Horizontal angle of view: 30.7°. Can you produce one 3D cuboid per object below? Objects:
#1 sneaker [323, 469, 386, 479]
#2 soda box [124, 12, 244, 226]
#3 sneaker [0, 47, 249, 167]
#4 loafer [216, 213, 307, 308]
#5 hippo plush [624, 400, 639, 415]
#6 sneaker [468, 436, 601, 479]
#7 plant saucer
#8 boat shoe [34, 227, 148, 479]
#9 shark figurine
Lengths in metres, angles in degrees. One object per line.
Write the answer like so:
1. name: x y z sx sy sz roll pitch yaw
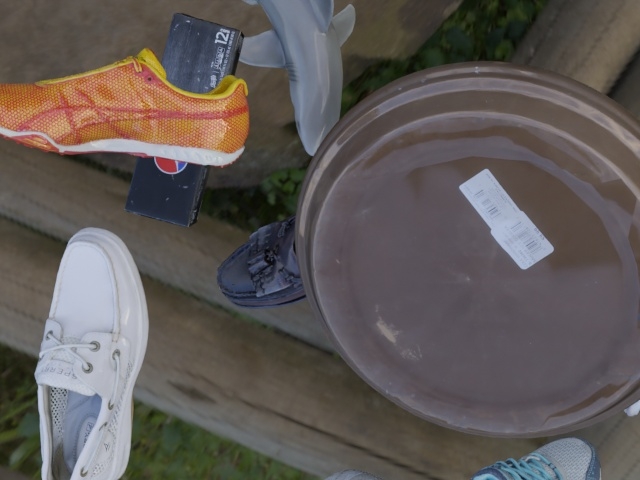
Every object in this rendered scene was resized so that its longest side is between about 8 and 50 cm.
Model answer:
1. sneaker: 0.053 0.305 0.949 0.099 0.121 0.262 -9 104 -24
2. soda box: -0.113 -0.100 0.974 0.060 0.053 0.169 15 95 0
3. sneaker: -0.129 -0.083 0.695 0.175 0.064 0.067 1 102 -21
4. loafer: 0.000 0.000 1.400 0.302 0.095 0.109 -18 69 18
5. hippo plush: 0.337 0.096 1.315 0.294 0.236 0.234 20 127 1
6. sneaker: 0.223 0.302 1.330 0.110 0.283 0.122 32 142 38
7. plant saucer: 0.110 0.020 0.769 0.278 0.041 0.278 8 117 16
8. boat shoe: -0.238 0.128 1.172 0.098 0.096 0.277 6 100 22
9. shark figurine: -0.045 -0.237 1.121 0.278 0.116 0.166 44 67 -14
